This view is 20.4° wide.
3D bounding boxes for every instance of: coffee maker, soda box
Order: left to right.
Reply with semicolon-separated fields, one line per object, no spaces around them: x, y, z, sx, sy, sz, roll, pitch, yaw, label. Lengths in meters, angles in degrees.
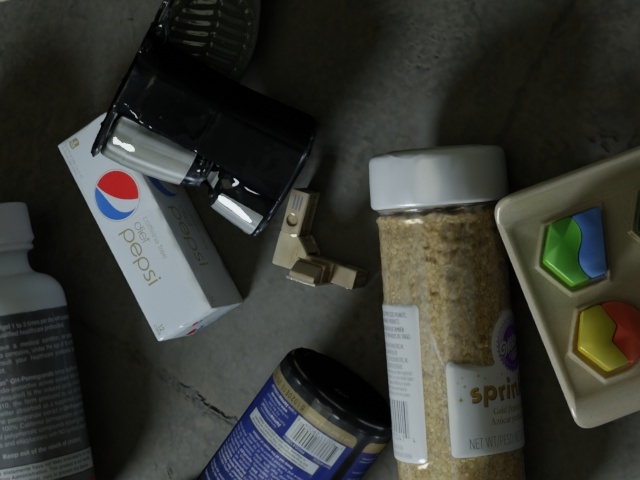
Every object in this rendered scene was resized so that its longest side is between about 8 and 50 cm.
-0.161;-0.016;1.693;0.069;0.074;0.216;-32;80;21;soda box
-0.095;-0.110;1.601;0.178;0.120;0.171;26;129;-10;coffee maker

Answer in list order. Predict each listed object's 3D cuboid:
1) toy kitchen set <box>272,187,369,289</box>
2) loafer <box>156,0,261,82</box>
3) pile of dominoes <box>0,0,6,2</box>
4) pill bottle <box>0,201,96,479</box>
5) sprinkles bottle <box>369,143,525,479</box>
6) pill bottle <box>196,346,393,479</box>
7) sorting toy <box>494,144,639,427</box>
0.000;0.000;1.628;0.083;0.068;0.075;18;100;21;toy kitchen set
-0.091;-0.241;1.656;0.094;0.087;0.251;18;112;-5;loafer
-0.410;-0.309;1.803;0.196;0.040;0.251;-32;81;22;pile of dominoes
-0.322;0.129;1.714;0.176;0.176;0.319;-10;89;23;pill bottle
0.115;0.096;1.556;0.121;0.121;0.356;-4;92;23;sprinkles bottle
-0.039;0.217;1.620;0.123;0.123;0.219;40;103;16;pill bottle
0.269;0.031;1.491;0.193;0.038;0.208;-20;86;-3;sorting toy
